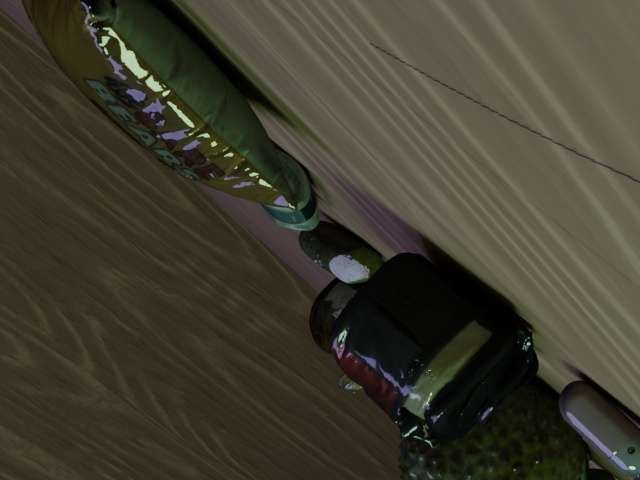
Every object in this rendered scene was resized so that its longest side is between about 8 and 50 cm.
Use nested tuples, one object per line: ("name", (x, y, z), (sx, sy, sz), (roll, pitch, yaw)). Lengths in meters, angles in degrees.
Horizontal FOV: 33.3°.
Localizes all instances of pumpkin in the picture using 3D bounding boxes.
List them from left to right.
("pumpkin", (0.094, 0.161, 1.652), (0.260, 0.189, 0.260), (41, 177, 3))

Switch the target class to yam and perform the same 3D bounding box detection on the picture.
("yam", (0.028, 0.021, 1.581), (0.070, 0.069, 0.146), (44, 175, -38))

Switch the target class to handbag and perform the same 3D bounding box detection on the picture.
("handbag", (0.129, 0.133, 1.199), (0.181, 0.181, 0.254), (40, 179, 21))

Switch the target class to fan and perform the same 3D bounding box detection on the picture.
("fan", (0.354, 0.242, 1.144), (0.244, 0.074, 0.130), (44, -173, 13))

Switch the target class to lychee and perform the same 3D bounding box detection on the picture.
("lychee", (0.235, 0.302, 1.488), (0.255, 0.255, 0.274), (41, -141, -14))

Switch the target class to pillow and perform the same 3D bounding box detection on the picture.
("pillow", (-0.180, -0.169, 1.125), (0.310, 0.119, 0.312), (47, 173, -34))

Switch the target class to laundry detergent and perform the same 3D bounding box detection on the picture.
("laundry detergent", (-0.046, -0.056, 1.433), (0.099, 0.070, 0.225), (32, 173, 11))

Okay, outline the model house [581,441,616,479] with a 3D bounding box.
("model house", (0.372, 0.353, 1.779), (0.205, 0.219, 0.278), (-65, -34, -58))
